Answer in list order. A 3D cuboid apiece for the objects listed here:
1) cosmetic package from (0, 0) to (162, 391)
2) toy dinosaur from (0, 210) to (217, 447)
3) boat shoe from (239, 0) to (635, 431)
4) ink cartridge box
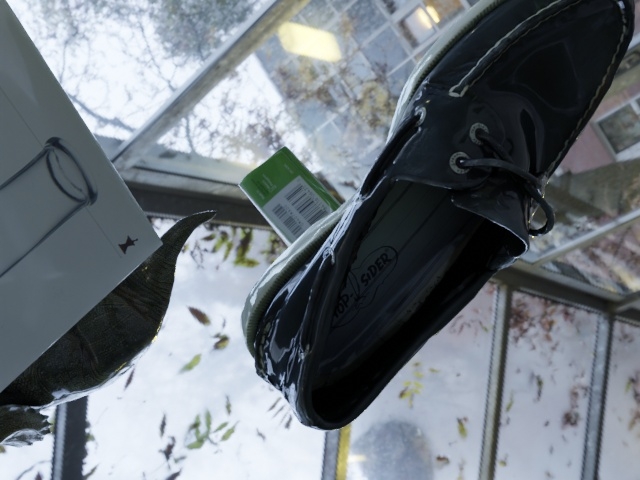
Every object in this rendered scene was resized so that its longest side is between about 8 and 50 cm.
[{"bbox_3d":[-0.285,-0.046,0.348,0.284,0.097,0.377,-48,-43,-25],"label":"cosmetic package"},{"bbox_3d":[-0.218,0.075,0.592,0.313,0.121,0.160,-36,-70,-30],"label":"toy dinosaur"},{"bbox_3d":[0.079,-0.017,0.426,0.127,0.340,0.113,38,-167,-32],"label":"boat shoe"},{"bbox_3d":[0.000,0.000,0.743,0.109,0.062,0.209,49,177,27],"label":"ink cartridge box"}]
